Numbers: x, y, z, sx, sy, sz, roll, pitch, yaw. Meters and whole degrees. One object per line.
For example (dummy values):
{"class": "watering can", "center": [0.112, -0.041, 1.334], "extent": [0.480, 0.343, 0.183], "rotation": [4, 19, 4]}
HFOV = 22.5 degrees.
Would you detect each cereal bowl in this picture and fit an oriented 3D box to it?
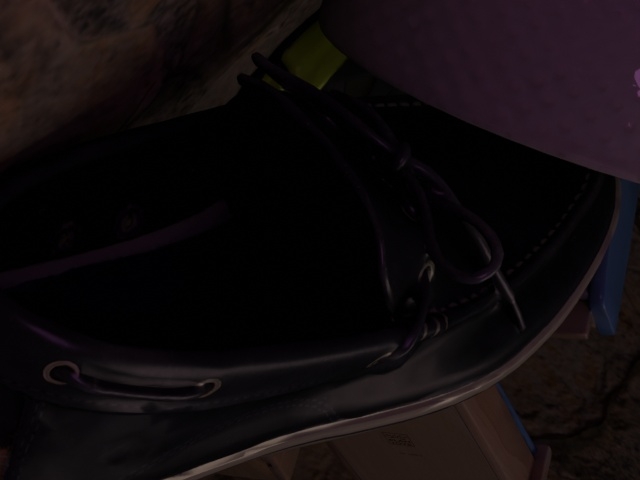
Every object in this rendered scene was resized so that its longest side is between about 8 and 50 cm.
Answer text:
{"class": "cereal bowl", "center": [0.174, -0.143, 0.931], "extent": [0.339, 0.339, 0.141], "rotation": [-42, 150, -69]}

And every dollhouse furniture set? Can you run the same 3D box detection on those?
{"class": "dollhouse furniture set", "center": [0.048, 0.000, 1.117], "extent": [0.198, 0.286, 0.303], "rotation": [58, 42, -51]}

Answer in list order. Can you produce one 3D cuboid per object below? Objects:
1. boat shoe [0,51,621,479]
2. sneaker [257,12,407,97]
{"class": "boat shoe", "center": [0.000, 0.000, 0.830], "extent": [0.500, 0.187, 0.156], "rotation": [-19, 150, -39]}
{"class": "sneaker", "center": [0.075, -0.150, 1.209], "extent": [0.300, 0.121, 0.111], "rotation": [-45, 179, -26]}
